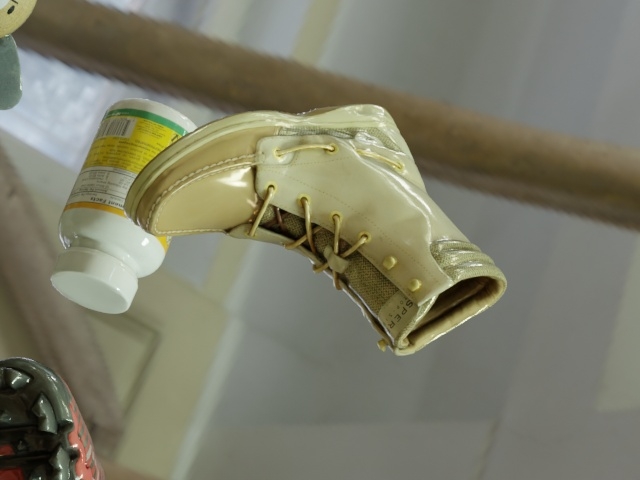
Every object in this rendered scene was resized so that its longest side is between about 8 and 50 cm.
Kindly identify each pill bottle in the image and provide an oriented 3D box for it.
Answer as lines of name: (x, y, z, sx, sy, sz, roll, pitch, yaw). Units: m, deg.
pill bottle: (-0.206, -0.034, 1.893, 0.117, 0.117, 0.208, -16, -133, 49)

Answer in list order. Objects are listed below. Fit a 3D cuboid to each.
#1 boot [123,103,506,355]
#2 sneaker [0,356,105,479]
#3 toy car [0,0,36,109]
boot: (0.000, 0.000, 1.378, 0.203, 0.262, 0.095, 55, -45, 26)
sneaker: (-0.164, 0.191, 1.136, 0.098, 0.276, 0.135, -3, -160, 16)
toy car: (-0.230, -0.184, 1.246, 0.149, 0.155, 0.188, 41, -67, 56)
